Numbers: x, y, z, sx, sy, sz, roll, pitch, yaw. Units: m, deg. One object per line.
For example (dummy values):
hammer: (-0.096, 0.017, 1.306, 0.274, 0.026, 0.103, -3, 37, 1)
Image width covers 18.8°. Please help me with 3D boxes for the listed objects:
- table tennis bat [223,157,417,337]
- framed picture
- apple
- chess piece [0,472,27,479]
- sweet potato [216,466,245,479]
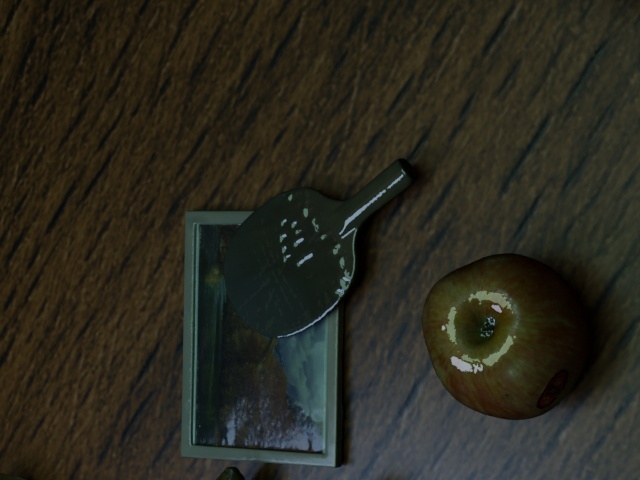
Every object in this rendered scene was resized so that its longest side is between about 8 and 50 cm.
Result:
table tennis bat: (0.000, 0.000, 1.840, 0.234, 0.022, 0.131, -38, 69, 26)
framed picture: (-0.057, 0.094, 1.888, 0.184, 0.016, 0.250, 1, 89, 30)
apple: (0.160, 0.083, 1.695, 0.146, 0.131, 0.146, -4, 81, 29)
chess piece: (-0.417, 0.423, 2.041, 0.117, 0.117, 0.397, 46, 112, 23)
sweet potato: (-0.071, 0.381, 1.846, 0.124, 0.098, 0.310, -26, 74, 6)
